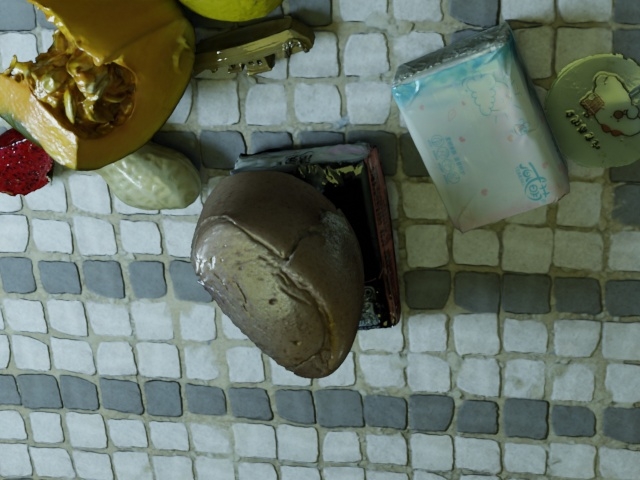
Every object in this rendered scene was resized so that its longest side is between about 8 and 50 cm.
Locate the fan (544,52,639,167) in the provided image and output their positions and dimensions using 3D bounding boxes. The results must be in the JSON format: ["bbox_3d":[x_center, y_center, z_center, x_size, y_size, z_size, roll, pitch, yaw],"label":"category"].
[{"bbox_3d":[0.485,-0.234,1.871,0.329,0.009,0.191,-37,103,26],"label":"fan"}]

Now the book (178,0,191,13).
[{"bbox_3d":[-0.205,-0.406,1.935,0.135,0.017,0.103,-19,110,21],"label":"book"}]

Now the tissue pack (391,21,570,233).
[{"bbox_3d":[0.245,-0.169,1.896,0.201,0.124,0.271,-18,112,24],"label":"tissue pack"}]

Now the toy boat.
[{"bbox_3d":[-0.108,-0.296,1.947,0.206,0.064,0.072,-11,131,19],"label":"toy boat"}]

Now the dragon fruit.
[{"bbox_3d":[-0.507,-0.137,2.109,0.162,0.083,0.106,-22,123,12],"label":"dragon fruit"}]

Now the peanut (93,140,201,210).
[{"bbox_3d":[-0.325,-0.133,2.052,0.274,0.111,0.125,33,129,-1],"label":"peanut"}]

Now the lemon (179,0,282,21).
[{"bbox_3d":[-0.128,-0.416,1.810,0.231,0.192,0.192,1,120,-18],"label":"lemon"}]

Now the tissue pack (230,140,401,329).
[{"bbox_3d":[0.000,0.000,2.039,0.245,0.123,0.332,-5,118,11],"label":"tissue pack"}]

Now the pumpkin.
[{"bbox_3d":[-0.345,-0.271,1.882,0.225,0.256,0.303,40,122,21],"label":"pumpkin"}]

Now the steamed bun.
[{"bbox_3d":[-0.040,0.034,1.869,0.199,0.251,0.301,-40,109,16],"label":"steamed bun"}]
